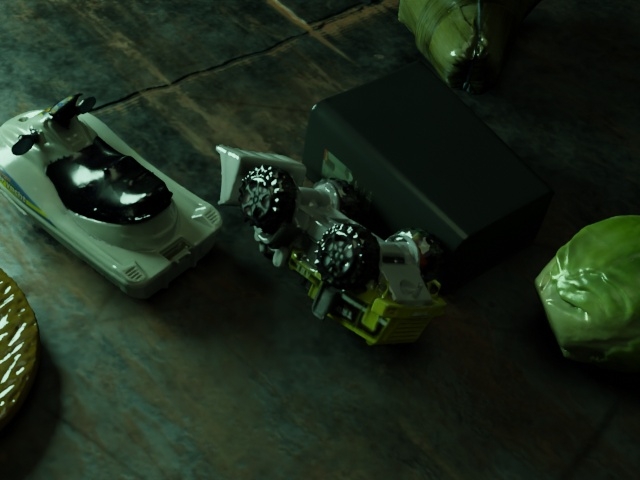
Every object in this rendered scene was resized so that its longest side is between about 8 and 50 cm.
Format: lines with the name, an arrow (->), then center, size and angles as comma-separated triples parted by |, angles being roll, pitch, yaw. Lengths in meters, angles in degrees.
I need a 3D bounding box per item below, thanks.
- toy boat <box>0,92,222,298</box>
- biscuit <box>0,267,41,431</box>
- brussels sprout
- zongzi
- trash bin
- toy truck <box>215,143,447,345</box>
toy boat -> -0.233, -0.062, 1.023 | 0.269, 0.140, 0.141 | 42, 54, 12
biscuit -> -0.382, 0.111, 0.900 | 0.262, 0.037, 0.262 | 3, 46, -3
brussels sprout -> 0.307, 0.053, 0.969 | 0.181, 0.144, 0.161 | -29, 74, -3
zongzi -> 0.238, -0.276, 1.294 | 0.242, 0.112, 0.221 | -5, 46, -13
trash bin -> 0.115, -0.068, 1.087 | 0.165, 0.115, 0.225 | -27, 59, -30
toy truck -> 0.000, 0.000, 1.000 | 0.136, 0.111, 0.286 | 5, 26, -48
